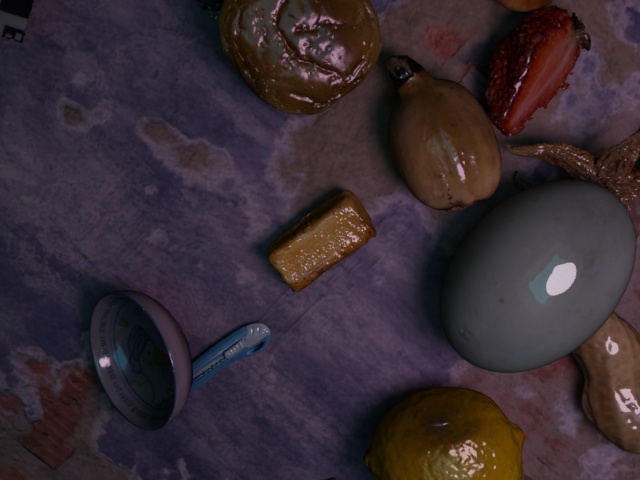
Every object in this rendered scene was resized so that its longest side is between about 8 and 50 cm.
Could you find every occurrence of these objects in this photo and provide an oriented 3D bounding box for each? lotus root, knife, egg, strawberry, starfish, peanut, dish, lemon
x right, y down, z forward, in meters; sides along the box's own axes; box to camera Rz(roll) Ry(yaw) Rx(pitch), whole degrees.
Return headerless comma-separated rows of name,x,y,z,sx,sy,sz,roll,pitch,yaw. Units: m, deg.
lotus root,0.209,-0.197,1.249,0.182,0.183,0.310,-24,93,6
knife,-0.195,0.236,1.401,0.222,0.031,0.064,-35,101,8
egg,0.377,0.065,1.225,0.276,0.276,0.389,37,110,-4
strawberry,0.366,-0.316,1.241,0.236,0.106,0.175,-37,138,-17
starfish,0.501,-0.118,1.230,0.299,0.302,0.060,41,57,-13
peanut,0.568,0.268,1.331,0.149,0.149,0.313,-17,99,5
dish,-0.318,0.214,1.349,0.273,0.134,0.273,15,113,38
lemon,0.233,0.406,1.309,0.310,0.253,0.253,-10,100,4

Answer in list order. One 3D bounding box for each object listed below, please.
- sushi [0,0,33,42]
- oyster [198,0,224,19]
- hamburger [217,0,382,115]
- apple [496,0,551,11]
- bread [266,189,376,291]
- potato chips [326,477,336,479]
sushi,-0.636,-0.527,1.258,0.373,0.100,0.296,16,91,9
oyster,-0.187,-0.526,1.253,0.199,0.087,0.252,10,112,0
hamburger,-0.038,-0.370,1.219,0.265,0.134,0.285,-38,112,12
apple,0.361,-0.472,1.201,0.146,0.146,0.146,0,100,2
bread,0.000,0.000,1.327,0.211,0.083,0.114,-35,102,7
potato chips,-0.022,0.580,1.460,0.092,0.028,0.207,42,97,-4
